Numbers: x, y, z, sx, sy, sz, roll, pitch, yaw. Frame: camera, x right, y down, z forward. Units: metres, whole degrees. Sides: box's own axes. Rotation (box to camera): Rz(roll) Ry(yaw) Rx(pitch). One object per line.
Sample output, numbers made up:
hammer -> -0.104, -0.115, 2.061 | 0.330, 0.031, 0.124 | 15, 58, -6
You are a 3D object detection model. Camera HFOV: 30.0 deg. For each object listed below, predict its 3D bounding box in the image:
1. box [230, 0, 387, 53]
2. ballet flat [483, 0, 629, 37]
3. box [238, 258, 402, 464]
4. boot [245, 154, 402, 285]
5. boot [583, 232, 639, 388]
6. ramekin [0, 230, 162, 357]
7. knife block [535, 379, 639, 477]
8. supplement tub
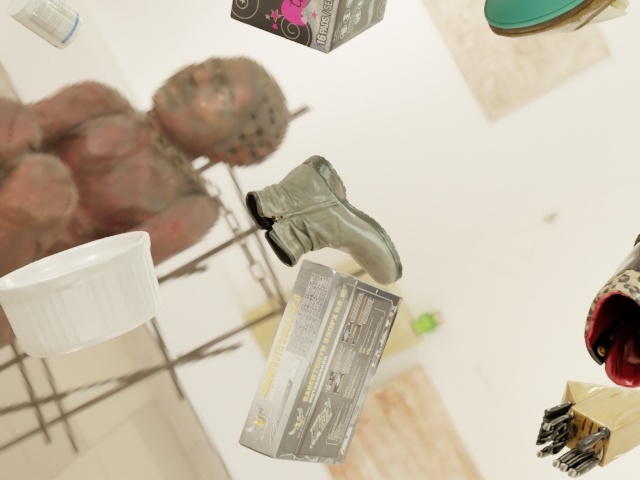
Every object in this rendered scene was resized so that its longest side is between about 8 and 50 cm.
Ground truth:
box -> 0.003, -0.370, 1.387 | 0.163, 0.142, 0.247 | -41, 148, -53
ballet flat -> 0.343, -0.320, 1.371 | 0.124, 0.342, 0.116 | 12, 59, -34
box -> 0.004, 0.153, 1.445 | 0.056, 0.231, 0.183 | 18, -2, 31
boot -> 0.000, 0.000, 1.823 | 0.161, 0.083, 0.246 | -38, 88, -34
boot -> 0.520, 0.126, 1.861 | 0.284, 0.138, 0.378 | -46, 142, -39
ramekin -> -0.403, 0.093, 2.028 | 0.277, 0.277, 0.135 | -59, 132, -74
knife block -> 0.541, 0.369, 2.261 | 0.242, 0.275, 0.088 | -90, -171, -65
supplement tub -> -0.453, -0.371, 1.970 | 0.107, 0.071, 0.071 | 35, 28, -39
